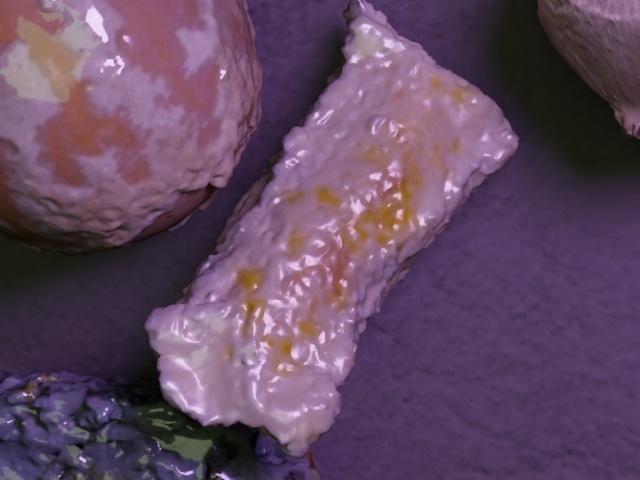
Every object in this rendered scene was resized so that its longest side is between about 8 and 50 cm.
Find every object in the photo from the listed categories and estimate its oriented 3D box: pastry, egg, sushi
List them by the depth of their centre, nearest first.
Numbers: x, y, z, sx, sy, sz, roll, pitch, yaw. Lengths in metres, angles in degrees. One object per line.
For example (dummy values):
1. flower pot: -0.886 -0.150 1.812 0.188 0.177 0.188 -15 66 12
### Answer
1. pastry: 0.006 0.001 1.004 0.121 0.089 0.258 27 66 10
2. egg: -0.143 -0.104 1.012 0.245 0.203 0.203 45 99 5
3. sushi: -0.094 0.163 1.050 0.274 0.139 0.184 2 92 13

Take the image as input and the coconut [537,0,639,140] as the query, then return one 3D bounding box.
1. coconut: 0.198 -0.137 0.968 0.194 0.194 0.194 1 94 9
